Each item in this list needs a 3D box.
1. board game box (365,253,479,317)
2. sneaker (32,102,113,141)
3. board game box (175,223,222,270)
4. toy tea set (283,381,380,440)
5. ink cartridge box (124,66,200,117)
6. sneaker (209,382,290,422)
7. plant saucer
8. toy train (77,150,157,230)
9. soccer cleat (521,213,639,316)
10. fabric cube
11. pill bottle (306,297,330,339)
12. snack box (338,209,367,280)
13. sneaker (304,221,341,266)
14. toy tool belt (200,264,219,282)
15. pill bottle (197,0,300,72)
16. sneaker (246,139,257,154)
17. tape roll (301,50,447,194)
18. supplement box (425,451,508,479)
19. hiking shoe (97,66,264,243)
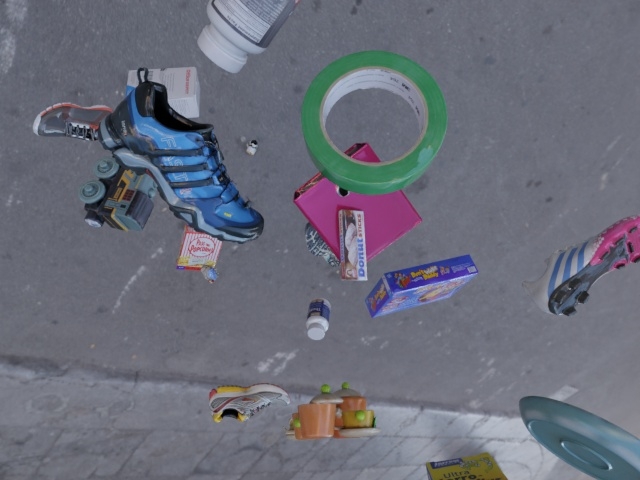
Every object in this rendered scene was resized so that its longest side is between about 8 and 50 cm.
[{"bbox_3d":[0.359,0.167,1.597,0.346,0.078,0.233,-11,153,-19],"label":"board game box"},{"bbox_3d":[-0.442,-0.214,0.819,0.158,0.065,0.061,-32,161,-48],"label":"sneaker"},{"bbox_3d":[-0.469,0.032,1.713,0.146,0.045,0.194,6,127,-27],"label":"board game box"},{"bbox_3d":[0.023,0.362,0.961,0.199,0.125,0.336,1,155,-8],"label":"toy tea set"},{"bbox_3d":[-0.477,-0.448,1.351,0.202,0.148,0.086,-5,148,-6],"label":"ink cartridge box"},{"bbox_3d":[-0.195,0.460,1.229,0.225,0.093,0.088,-2,135,-10],"label":"sneaker"},{"bbox_3d":[0.593,0.461,0.982,0.044,0.317,0.318,-50,141,-22],"label":"plant saucer"},{"bbox_3d":[-0.570,-0.180,1.324,0.190,0.334,0.142,13,155,8],"label":"toy train"},{"bbox_3d":[0.633,0.039,1.061,0.331,0.143,0.116,-39,117,-1],"label":"soccer cleat"},{"bbox_3d":[0.096,-0.103,1.277,0.254,0.259,0.258,-36,101,6],"label":"fabric cube"},{"bbox_3d":[-0.007,0.231,1.297,0.066,0.120,0.067,3,125,5],"label":"pill bottle"},{"bbox_3d":[0.081,0.012,1.112,0.064,0.179,0.022,4,167,-25],"label":"snack box"},{"bbox_3d":[0.000,0.000,1.700,0.110,0.122,0.283,-38,142,1],"label":"sneaker"},{"bbox_3d":[-0.392,0.122,1.593,0.051,0.052,0.083,-6,129,18],"label":"toy tool belt"},{"bbox_3d":[-0.171,-0.589,1.105,0.176,0.176,0.318,23,126,-39],"label":"pill bottle"},{"bbox_3d":[-0.195,-0.277,1.285,0.031,0.083,0.037,25,113,-22],"label":"sneaker"},{"bbox_3d":[0.118,-0.267,0.999,0.321,0.322,0.077,-25,167,-3],"label":"tape roll"},{"bbox_3d":[0.434,0.813,1.213,0.194,0.357,0.195,-11,178,1],"label":"supplement box"},{"bbox_3d":[-0.196,-0.114,0.701,0.304,0.113,0.132,40,115,-20],"label":"hiking shoe"}]
